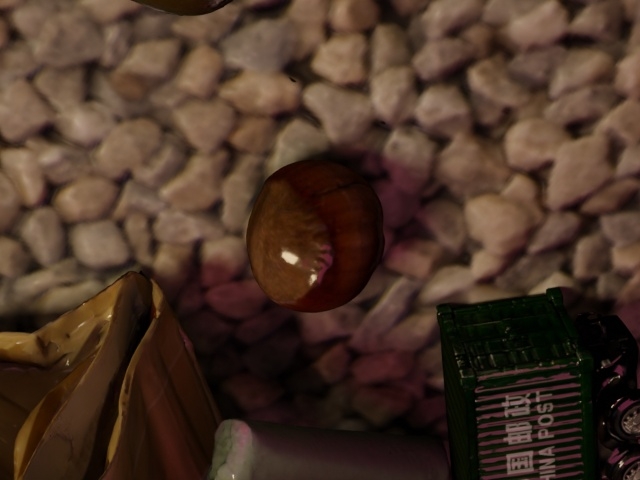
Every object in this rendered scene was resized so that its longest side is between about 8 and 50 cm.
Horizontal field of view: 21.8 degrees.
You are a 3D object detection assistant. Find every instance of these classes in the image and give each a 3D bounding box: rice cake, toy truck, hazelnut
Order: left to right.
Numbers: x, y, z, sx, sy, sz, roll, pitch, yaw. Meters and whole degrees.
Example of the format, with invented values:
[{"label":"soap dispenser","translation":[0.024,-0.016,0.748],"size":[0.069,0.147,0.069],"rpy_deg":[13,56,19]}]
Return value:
[{"label":"hazelnut","translation":[0.000,0.000,0.927],"size":[0.086,0.086,0.086],"rpy_deg":[-3,121,-5]},{"label":"rice cake","translation":[0.008,0.146,0.956],"size":[0.221,0.042,0.080],"rpy_deg":[16,81,-52]},{"label":"toy truck","translation":[0.145,0.160,1.032],"size":[0.121,0.088,0.259],"rpy_deg":[-9,120,-3]}]

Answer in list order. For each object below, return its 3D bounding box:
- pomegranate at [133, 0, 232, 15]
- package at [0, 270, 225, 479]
[{"label":"pomegranate","translation":[-0.083,-0.172,0.800],"size":[0.142,0.114,0.115],"rpy_deg":[27,117,7]},{"label":"package","translation":[-0.092,0.184,0.975],"size":[0.165,0.221,0.311],"rpy_deg":[-25,123,-16]}]
